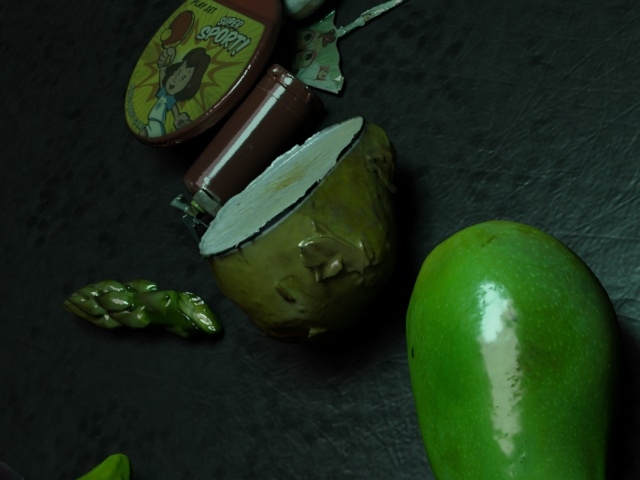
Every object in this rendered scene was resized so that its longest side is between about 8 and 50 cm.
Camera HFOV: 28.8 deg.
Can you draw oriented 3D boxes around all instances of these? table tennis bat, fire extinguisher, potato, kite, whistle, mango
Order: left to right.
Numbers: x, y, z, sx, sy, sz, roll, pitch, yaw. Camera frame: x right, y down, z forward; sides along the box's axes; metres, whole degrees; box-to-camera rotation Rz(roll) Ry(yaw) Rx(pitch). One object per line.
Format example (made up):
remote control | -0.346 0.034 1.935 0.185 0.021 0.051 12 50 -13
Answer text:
table tennis bat | -0.140 -0.310 1.830 0.415 0.051 0.268 -53 41 -2
fire extinguisher | -0.109 -0.112 1.745 0.269 0.105 0.105 -52 47 -3
whistle | -0.050 -0.351 1.865 0.220 0.057 0.107 -36 32 24
potato | 0.000 0.000 1.544 0.246 0.196 0.300 -20 24 41
kite | 0.023 -0.299 1.817 0.250 0.012 0.229 -25 50 21
mango | 0.205 0.150 1.282 0.225 0.201 0.382 -16 57 15

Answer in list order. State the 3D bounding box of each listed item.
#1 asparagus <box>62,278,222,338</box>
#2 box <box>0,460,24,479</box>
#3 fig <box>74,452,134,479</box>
asparagus | -0.256 0.090 1.735 0.287 0.080 0.080 -1 63 36
box | -0.447 0.376 1.625 0.120 0.069 0.224 -50 12 -1
fig | -0.285 0.381 1.517 0.167 0.167 0.233 29 75 43
